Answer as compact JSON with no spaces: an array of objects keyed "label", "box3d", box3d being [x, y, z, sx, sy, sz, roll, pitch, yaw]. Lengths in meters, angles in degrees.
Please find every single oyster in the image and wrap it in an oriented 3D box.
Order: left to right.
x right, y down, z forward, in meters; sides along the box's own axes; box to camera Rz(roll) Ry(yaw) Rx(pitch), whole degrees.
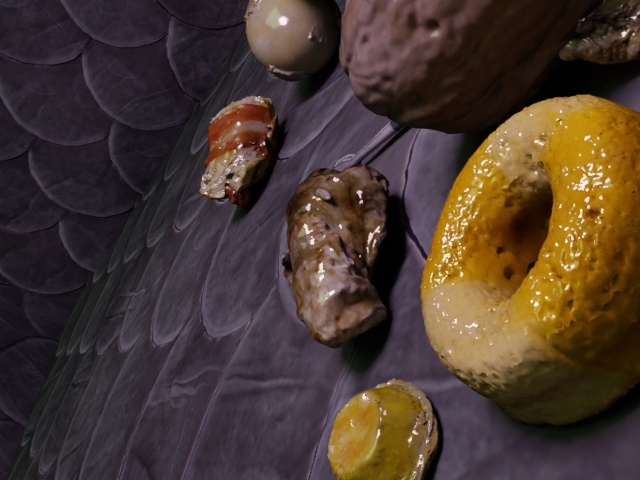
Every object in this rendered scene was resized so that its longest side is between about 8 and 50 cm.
[{"label":"oyster","box3d":[-0.005,0.004,0.673,0.294,0.094,0.166,-175,104,-75]},{"label":"oyster","box3d":[0.195,-0.145,0.416,0.083,0.080,0.038,89,164,-52]}]

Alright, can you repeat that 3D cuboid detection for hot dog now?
[{"label":"hot dog","box3d":[-0.131,-0.150,1.160,0.146,0.103,0.213,-15,56,35]}]

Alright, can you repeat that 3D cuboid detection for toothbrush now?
[{"label":"toothbrush","box3d":[0.092,-0.132,0.705,0.288,0.024,0.026,-37,17,49]}]

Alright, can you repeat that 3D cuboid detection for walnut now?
[{"label":"walnut","box3d":[0.118,-0.179,0.491,0.230,0.178,0.178,-47,24,48]}]

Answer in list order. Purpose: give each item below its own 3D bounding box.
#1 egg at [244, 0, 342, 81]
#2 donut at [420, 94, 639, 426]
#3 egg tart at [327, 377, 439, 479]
[{"label":"egg","box3d":[-0.046,-0.349,1.120,0.164,0.164,0.201,-53,26,20]},{"label":"donut","box3d":[0.123,0.002,0.379,0.190,0.074,0.174,-64,21,-6]},{"label":"egg tart","box3d":[0.036,0.137,0.459,0.105,0.039,0.105,-47,24,28]}]
